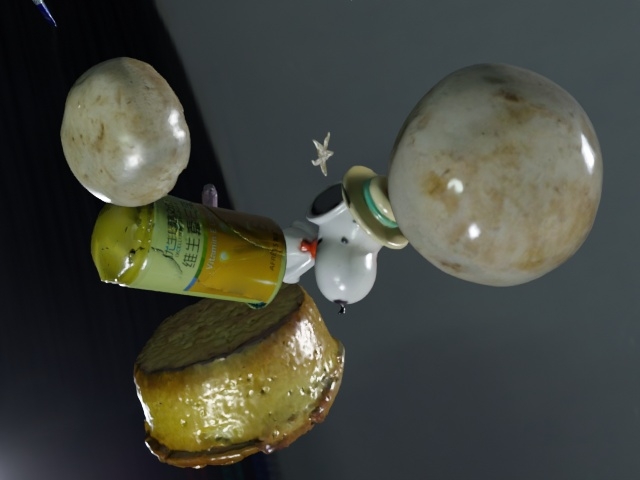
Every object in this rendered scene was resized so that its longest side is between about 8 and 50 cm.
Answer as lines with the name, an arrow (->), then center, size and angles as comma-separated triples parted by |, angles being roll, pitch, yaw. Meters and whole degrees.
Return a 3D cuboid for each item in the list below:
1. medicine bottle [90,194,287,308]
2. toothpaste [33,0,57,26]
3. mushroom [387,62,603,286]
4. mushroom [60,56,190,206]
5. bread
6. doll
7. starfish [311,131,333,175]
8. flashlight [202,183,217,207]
medicine bottle -> -0.164, 0.009, 1.240 | 0.239, 0.124, 0.124 | 12, 155, -38
toothpaste -> -0.458, -0.385, 1.648 | 0.024, 0.083, 0.015 | 23, -119, 41
mushroom -> 0.219, -0.089, 1.367 | 0.297, 0.298, 0.290 | -12, -174, -16
mushroom -> -0.210, -0.118, 1.113 | 0.127, 0.166, 0.166 | -14, 172, -38
bread -> -0.145, 0.235, 1.782 | 0.398, 0.215, 0.398 | -19, -163, 6
doll -> 0.001, -0.018, 1.471 | 0.144, 0.208, 0.271 | 30, 174, -39
starfish -> 0.003, -0.155, 1.888 | 0.016, 0.086, 0.092 | 6, -154, 23
flashlight -> -0.185, -0.050, 1.666 | 0.052, 0.031, 0.110 | -36, 148, -32
